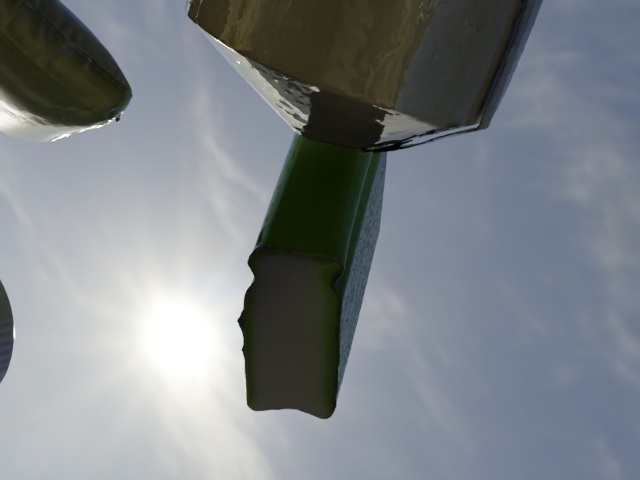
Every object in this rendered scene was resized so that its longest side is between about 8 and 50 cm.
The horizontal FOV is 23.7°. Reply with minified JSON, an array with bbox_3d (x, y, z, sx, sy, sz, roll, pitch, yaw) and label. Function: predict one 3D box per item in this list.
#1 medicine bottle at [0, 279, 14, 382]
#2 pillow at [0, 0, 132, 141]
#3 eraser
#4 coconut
[{"bbox_3d":[-0.437,0.101,1.273,0.243,0.395,0.242,0,-91,31],"label":"medicine bottle"},{"bbox_3d":[-0.327,-0.201,1.564,0.255,0.120,0.322,45,-14,-16],"label":"pillow"},{"bbox_3d":[0.000,0.000,1.428,0.092,0.274,0.210,10,-49,8],"label":"eraser"},{"bbox_3d":[0.036,-0.220,1.262,0.323,0.323,0.323,46,-28,34],"label":"coconut"}]
